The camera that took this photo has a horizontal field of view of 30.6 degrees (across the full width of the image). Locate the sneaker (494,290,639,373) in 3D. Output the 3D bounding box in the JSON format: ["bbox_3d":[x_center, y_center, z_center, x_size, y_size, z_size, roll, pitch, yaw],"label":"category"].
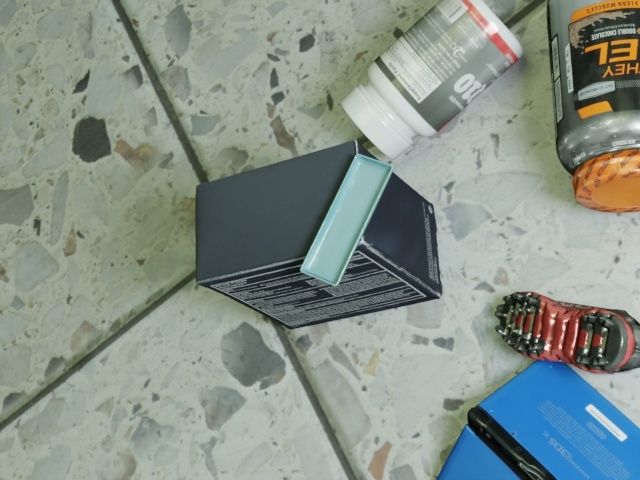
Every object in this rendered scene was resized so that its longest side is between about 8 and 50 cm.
[{"bbox_3d":[0.378,0.138,1.724,0.276,0.135,0.098,12,91,56],"label":"sneaker"}]

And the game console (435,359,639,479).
[{"bbox_3d":[0.343,0.361,1.703,0.250,0.173,0.293,-32,54,-20],"label":"game console"}]

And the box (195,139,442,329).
[{"bbox_3d":[0.000,0.000,1.871,0.296,0.294,0.183,-14,66,25],"label":"box"}]

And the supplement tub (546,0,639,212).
[{"bbox_3d":[0.450,-0.226,1.744,0.207,0.207,0.338,-11,68,27],"label":"supplement tub"}]

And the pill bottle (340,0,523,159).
[{"bbox_3d":[0.183,-0.276,1.945,0.283,0.161,0.161,-42,57,11],"label":"pill bottle"}]

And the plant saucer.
[{"bbox_3d":[0.040,-0.029,1.671,0.067,0.018,0.192,21,81,32],"label":"plant saucer"}]
